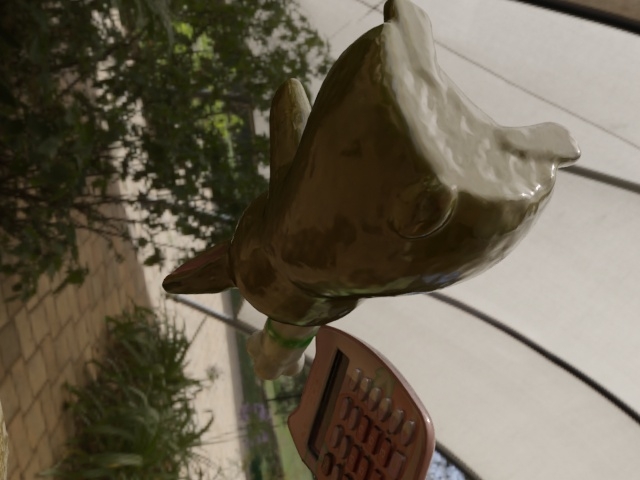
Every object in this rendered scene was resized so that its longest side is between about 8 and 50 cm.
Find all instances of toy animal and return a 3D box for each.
[{"bbox_3d":[0.010,-0.017,0.589,0.363,0.181,0.180,-30,-150,56],"label":"toy animal"}]

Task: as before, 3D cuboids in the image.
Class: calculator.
[{"bbox_3d":[0.051,0.250,0.988,0.330,0.048,0.220,39,-66,61],"label":"calculator"}]

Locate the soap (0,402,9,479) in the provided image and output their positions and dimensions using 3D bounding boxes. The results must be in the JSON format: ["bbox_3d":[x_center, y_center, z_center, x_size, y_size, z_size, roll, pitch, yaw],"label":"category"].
[{"bbox_3d":[-0.408,0.257,0.733,0.335,0.156,0.293,-115,-159,-56],"label":"soap"}]
